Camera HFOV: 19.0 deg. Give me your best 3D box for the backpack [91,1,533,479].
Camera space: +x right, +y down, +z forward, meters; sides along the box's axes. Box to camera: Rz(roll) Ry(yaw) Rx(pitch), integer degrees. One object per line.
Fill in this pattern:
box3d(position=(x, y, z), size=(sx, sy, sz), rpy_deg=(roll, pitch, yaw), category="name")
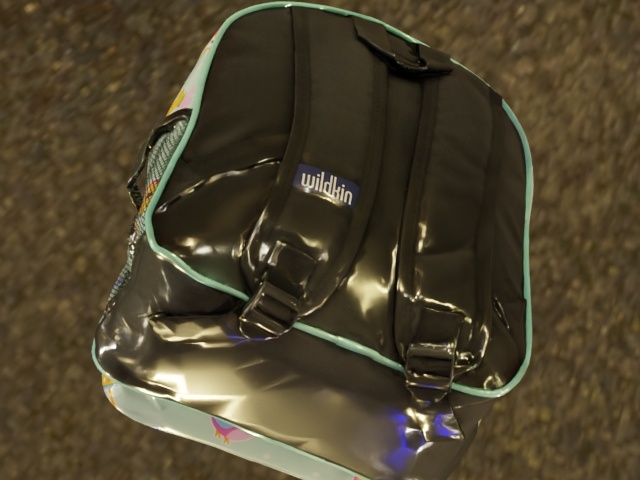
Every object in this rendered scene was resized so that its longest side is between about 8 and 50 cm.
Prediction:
box3d(position=(0.000, 0.000, 0.779), size=(0.166, 0.188, 0.144), rpy_deg=(20, 141, -10), category="backpack")
